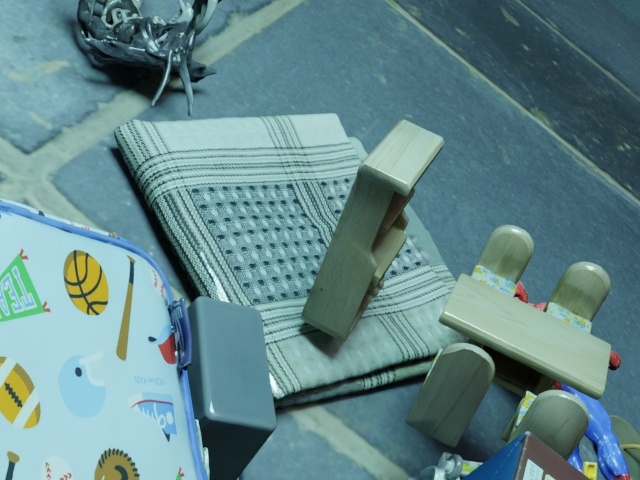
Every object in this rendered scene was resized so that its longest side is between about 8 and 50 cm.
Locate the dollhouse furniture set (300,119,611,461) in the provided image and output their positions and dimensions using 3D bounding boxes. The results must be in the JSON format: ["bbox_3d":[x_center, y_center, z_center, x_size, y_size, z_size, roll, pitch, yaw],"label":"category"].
[{"bbox_3d":[0.130,0.036,0.749,0.242,0.161,0.212,26,32,8],"label":"dollhouse furniture set"}]

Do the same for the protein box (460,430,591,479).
[{"bbox_3d":[0.138,0.273,0.596,0.201,0.200,0.136,38,38,-2],"label":"protein box"}]

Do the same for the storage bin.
[{"bbox_3d":[-0.087,0.109,0.669,0.098,0.091,0.135,16,41,-28],"label":"storage bin"}]

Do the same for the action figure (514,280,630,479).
[{"bbox_3d":[0.259,0.160,0.909,0.139,0.091,0.280,6,54,-50],"label":"action figure"}]

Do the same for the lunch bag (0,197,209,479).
[{"bbox_3d":[-0.172,0.104,0.484,0.303,0.115,0.243,22,51,-59],"label":"lunch bag"}]

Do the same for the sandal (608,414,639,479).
[{"bbox_3d":[0.348,0.251,0.929,0.072,0.049,0.180,-3,53,-42],"label":"sandal"}]

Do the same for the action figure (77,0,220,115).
[{"bbox_3d":[-0.183,-0.260,0.937,0.164,0.141,0.275,-1,49,-44],"label":"action figure"}]

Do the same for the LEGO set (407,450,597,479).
[{"bbox_3d":[0.193,0.256,0.781,0.287,0.107,0.132,34,71,-14],"label":"LEGO set"}]

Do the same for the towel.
[{"bbox_3d":[0.000,0.000,0.889,0.324,0.056,0.312,-5,55,-45],"label":"towel"}]
